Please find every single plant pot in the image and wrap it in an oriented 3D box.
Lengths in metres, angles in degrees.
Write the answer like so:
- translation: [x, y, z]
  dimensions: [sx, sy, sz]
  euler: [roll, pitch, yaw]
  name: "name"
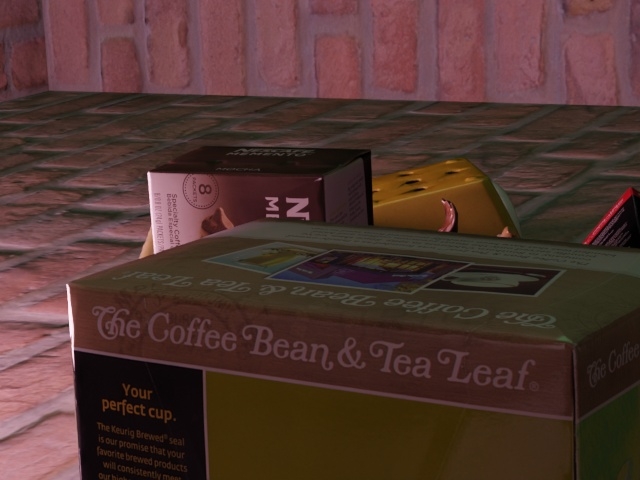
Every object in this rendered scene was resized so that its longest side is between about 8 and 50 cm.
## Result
- translation: [0.118, 0.024, 1.930]
  dimensions: [0.212, 0.187, 0.212]
  euler: [-13, 12, -3]
  name: "plant pot"

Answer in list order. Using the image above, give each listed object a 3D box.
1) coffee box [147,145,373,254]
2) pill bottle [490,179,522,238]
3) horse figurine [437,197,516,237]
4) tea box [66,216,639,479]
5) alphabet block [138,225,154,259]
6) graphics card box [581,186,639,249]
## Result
- translation: [-0.044, 0.073, 1.569]
  dimensions: [0.168, 0.297, 0.119]
  euler: [3, 14, 22]
  name: "coffee box"
- translation: [0.093, 0.014, 2.135]
  dimensions: [0.264, 0.153, 0.153]
  euler: [-8, 14, -22]
  name: "pill bottle"
- translation: [0.118, 0.077, 1.741]
  dimensions: [0.066, 0.174, 0.263]
  euler: [34, 32, -22]
  name: "horse figurine"
- translation: [0.048, 0.168, 1.068]
  dimensions: [0.329, 0.324, 0.220]
  euler: [6, 15, 32]
  name: "tea box"
- translation: [-0.076, 0.086, 1.767]
  dimensions: [0.193, 0.192, 0.197]
  euler: [-1, 12, 0]
  name: "alphabet block"
- translation: [0.240, 0.098, 1.557]
  dimensions: [0.094, 0.233, 0.371]
  euler: [37, 14, -1]
  name: "graphics card box"
